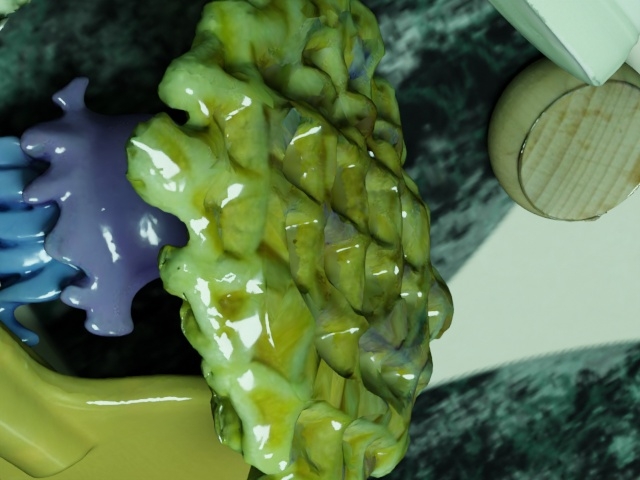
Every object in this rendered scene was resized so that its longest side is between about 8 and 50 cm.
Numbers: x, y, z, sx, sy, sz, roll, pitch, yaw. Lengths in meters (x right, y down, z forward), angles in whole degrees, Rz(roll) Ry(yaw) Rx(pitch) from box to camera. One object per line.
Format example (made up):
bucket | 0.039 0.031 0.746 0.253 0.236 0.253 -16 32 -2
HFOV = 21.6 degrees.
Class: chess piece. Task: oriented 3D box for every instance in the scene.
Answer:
chess piece | 0.120 -0.049 0.792 0.084 0.038 0.083 -10 120 -18

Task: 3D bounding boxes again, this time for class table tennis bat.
table tennis bat | -0.103 0.092 0.715 0.198 0.050 0.321 -18 146 14

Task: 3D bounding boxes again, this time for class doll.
doll | -0.126 -0.007 0.695 0.206 0.067 0.110 -12 91 -2

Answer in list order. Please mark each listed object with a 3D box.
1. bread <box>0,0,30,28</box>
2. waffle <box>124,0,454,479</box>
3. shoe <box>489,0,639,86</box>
bread | -0.144 -0.220 0.474 0.264 0.239 0.395 35 103 -29
waffle | 0.003 -0.001 0.685 0.054 0.204 0.223 -7 116 22
shoe | 0.072 -0.179 0.671 0.110 0.095 0.265 -44 130 0
